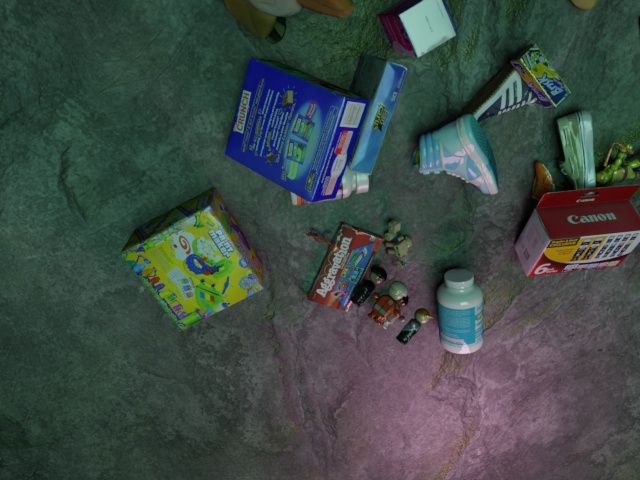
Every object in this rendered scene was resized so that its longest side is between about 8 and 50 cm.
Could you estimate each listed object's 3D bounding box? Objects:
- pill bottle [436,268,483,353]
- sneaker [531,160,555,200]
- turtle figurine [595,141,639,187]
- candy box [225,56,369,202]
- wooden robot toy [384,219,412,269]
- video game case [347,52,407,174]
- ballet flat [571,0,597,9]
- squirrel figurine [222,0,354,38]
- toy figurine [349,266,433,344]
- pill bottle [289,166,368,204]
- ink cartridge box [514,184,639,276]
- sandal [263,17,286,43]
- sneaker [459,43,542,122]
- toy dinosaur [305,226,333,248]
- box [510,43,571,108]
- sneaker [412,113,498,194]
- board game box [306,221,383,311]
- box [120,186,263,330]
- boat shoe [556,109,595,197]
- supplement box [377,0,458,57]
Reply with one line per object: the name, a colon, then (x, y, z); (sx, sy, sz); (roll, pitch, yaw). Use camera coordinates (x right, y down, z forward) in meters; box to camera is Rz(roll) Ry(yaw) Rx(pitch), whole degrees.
pill bottle: (0.458, 0.228, 1.661); (0.146, 0.146, 0.264); (-11, 115, -3)
sneaker: (0.686, -0.162, 1.566); (0.067, 0.064, 0.175); (-18, 112, 12)
turtle figurine: (0.931, -0.201, 1.567); (0.217, 0.087, 0.270); (-12, 125, -7)
candy box: (-0.070, -0.284, 1.286); (0.317, 0.122, 0.268); (31, 115, 27)
wooden robot toy: (0.251, 0.005, 1.595); (0.079, 0.076, 0.173); (-34, 119, -31)
video game case: (0.118, -0.334, 1.314); (0.061, 0.244, 0.270); (12, 112, -17)
ballet flat: (0.669, -0.701, 1.318); (0.080, 0.073, 0.232); (-40, 113, 11)
squirrel figurine: (-0.103, -0.697, 1.066); (0.397, 0.281, 0.371); (25, 74, -43)
toy figurine: (0.223, 0.202, 1.589); (0.209, 0.213, 0.148); (41, 87, -24)
pill bottle: (0.019, -0.173, 1.441); (0.221, 0.121, 0.121); (-8, 115, -4)
ink cartridge box: (0.796, -0.027, 1.541); (0.309, 0.130, 0.272); (-6, 144, -4)
sandal: (-0.193, -0.615, 1.232); (0.120, 0.086, 0.303); (-50, 129, -25)
sneaker: (0.536, -0.391, 1.424); (0.153, 0.099, 0.282); (41, 100, -19)
toy dinosaur: (0.000, 0.000, 1.548); (0.082, 0.090, 0.047); (38, 124, 11)
box: (0.583, -0.432, 1.341); (0.059, 0.054, 0.169); (-44, 104, 2)
sneaker: (0.390, -0.226, 1.481); (0.208, 0.127, 0.319); (-14, 142, 30)
board game box: (0.076, 0.089, 1.616); (0.145, 0.027, 0.281); (19, 110, -14)
box: (-0.355, 0.053, 1.462); (0.279, 0.177, 0.290); (-27, 114, 5)
boat shoe: (0.772, -0.242, 1.533); (0.094, 0.109, 0.302); (-6, 113, 23)
supplement box: (0.235, -0.537, 1.254); (0.114, 0.220, 0.111); (-29, 114, 7)
